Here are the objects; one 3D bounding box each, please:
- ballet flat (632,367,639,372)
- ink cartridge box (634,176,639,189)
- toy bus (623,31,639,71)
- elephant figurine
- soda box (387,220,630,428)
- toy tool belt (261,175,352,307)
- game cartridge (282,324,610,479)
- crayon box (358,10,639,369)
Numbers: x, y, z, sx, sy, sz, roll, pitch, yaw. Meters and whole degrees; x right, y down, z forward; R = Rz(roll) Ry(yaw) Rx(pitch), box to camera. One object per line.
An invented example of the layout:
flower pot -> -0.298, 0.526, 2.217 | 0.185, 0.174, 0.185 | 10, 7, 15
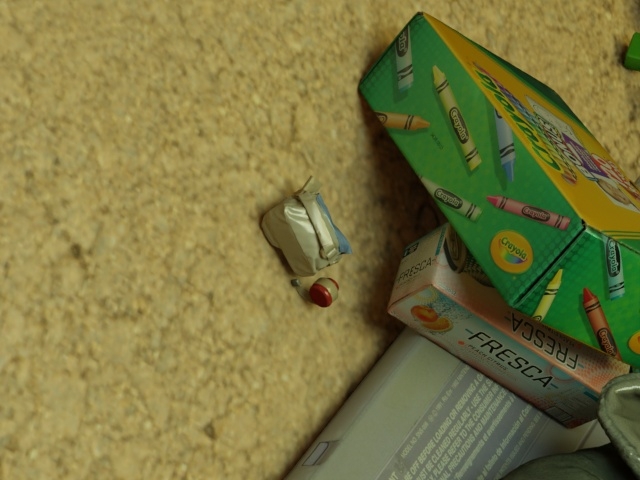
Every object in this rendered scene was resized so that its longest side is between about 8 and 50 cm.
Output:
ballet flat -> 0.302, 0.145, 1.513 | 0.087, 0.083, 0.247 | 34, 58, -55
ink cartridge box -> 0.314, -0.034, 1.554 | 0.207, 0.097, 0.046 | -45, 111, -42
toy bus -> 0.375, -0.196, 1.651 | 0.104, 0.191, 0.202 | 82, 13, -71
elephant figurine -> 0.227, 0.177, 1.244 | 0.239, 0.169, 0.186 | -43, 111, -35
soda box -> 0.140, 0.063, 1.296 | 0.183, 0.058, 0.063 | 33, 53, -21
toy tool belt -> 0.000, 0.000, 1.265 | 0.051, 0.052, 0.083 | -40, 109, -34
game cartridge -> 0.108, 0.183, 1.288 | 0.230, 0.068, 0.355 | 46, 49, -4
crayon box -> 0.156, -0.038, 1.302 | 0.165, 0.081, 0.278 | 24, 24, -39
